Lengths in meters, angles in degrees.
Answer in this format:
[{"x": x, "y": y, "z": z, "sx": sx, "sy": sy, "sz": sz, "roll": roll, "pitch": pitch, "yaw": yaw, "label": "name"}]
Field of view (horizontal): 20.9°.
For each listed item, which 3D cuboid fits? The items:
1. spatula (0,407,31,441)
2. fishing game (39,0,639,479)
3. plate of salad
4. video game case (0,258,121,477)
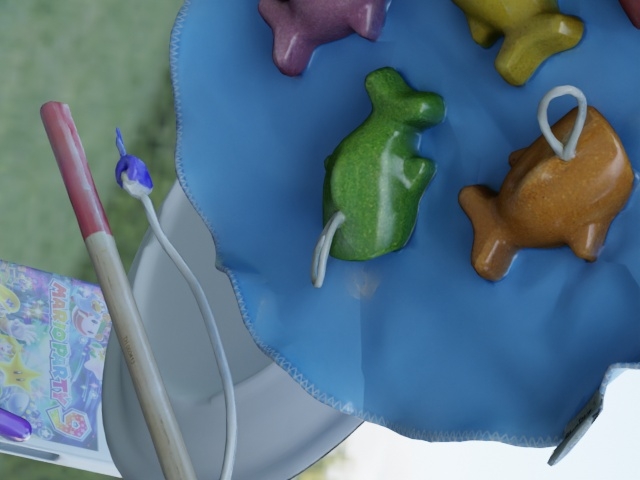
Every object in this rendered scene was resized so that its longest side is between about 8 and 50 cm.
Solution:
[{"x": -0.085, "y": 0.077, "z": 0.441, "sx": 0.030, "sy": 0.084, "sz": 0.296, "roll": -55, "pitch": 148, "yaw": -25, "label": "spatula"}, {"x": 0.028, "y": -0.046, "z": 0.376, "sx": 0.264, "sy": 0.041, "sz": 0.189, "roll": -38, "pitch": -120, "yaw": 31, "label": "fishing game"}, {"x": 0.000, "y": 0.000, "z": 0.564, "sx": 0.200, "sy": 0.048, "sz": 0.200, "roll": -36, "pitch": -146, "yaw": 30, "label": "plate of salad"}, {"x": -0.130, "y": 0.043, "z": 0.683, "sx": 0.011, "sy": 0.122, "sz": 0.087, "roll": -48, "pitch": -143, "yaw": 39, "label": "video game case"}]
